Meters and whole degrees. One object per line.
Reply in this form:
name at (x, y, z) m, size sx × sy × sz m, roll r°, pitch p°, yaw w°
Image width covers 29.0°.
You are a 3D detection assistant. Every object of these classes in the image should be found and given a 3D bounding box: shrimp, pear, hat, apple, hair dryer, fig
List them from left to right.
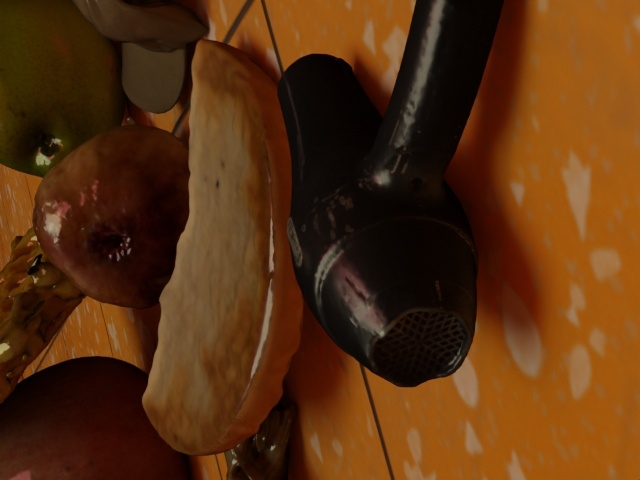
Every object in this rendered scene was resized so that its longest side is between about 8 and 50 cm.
pear at (-0.293, -0.154, 1.288) m, size 0.187 × 0.187 × 0.219 m, roll 107°, pitch 152°, yaw -55°
apple at (-0.296, 0.311, 1.450) m, size 0.345 × 0.269 × 0.344 m, roll 168°, pitch 90°, yaw -72°
hat at (-0.179, -0.192, 1.056) m, size 0.173 × 0.144 × 0.166 m, roll -49°, pitch 50°, yaw 38°
fig at (-0.176, -0.051, 1.137) m, size 0.257 × 0.159 × 0.159 m, roll -100°, pitch 9°, yaw -58°
shrimp at (-0.050, 0.146, 0.970) m, size 0.117 × 0.066 × 0.262 m, roll -98°, pitch 2°, yaw -76°
hair dryer at (0.046, -0.091, 0.594) m, size 0.235 × 0.091 × 0.271 m, roll -108°, pitch 30°, yaw -47°

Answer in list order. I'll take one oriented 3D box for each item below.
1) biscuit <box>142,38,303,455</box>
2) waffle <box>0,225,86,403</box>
biscuit at (-0.063, 0.023, 0.888) m, size 0.204 × 0.040 × 0.309 m, roll 37°, pitch 120°, yaw 57°
waffle at (-0.344, 0.086, 1.384) m, size 0.095 × 0.379 × 0.382 m, roll 40°, pitch 147°, yaw -13°
